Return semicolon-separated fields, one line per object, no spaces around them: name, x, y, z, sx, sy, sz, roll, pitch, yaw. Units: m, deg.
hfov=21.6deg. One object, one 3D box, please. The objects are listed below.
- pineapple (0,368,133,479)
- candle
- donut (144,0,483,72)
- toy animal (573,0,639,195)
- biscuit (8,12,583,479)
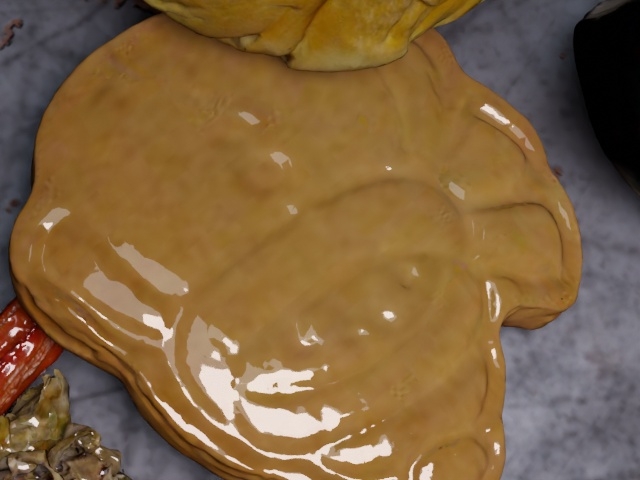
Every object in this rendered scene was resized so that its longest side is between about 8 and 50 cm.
pineapple;-0.143;0.207;0.858;0.344;0.209;0.286;13;81;-25
candle;-0.191;0.073;0.987;0.329;0.048;0.051;-50;127;-22
donut;-0.017;-0.269;1.012;0.360;0.170;0.360;4;60;-7
toy animal;0.315;-0.051;0.994;0.251;0.251;0.310;-33;94;-10
biscuit;0.000;0.000;1.005;0.351;0.057;0.312;44;67;4
